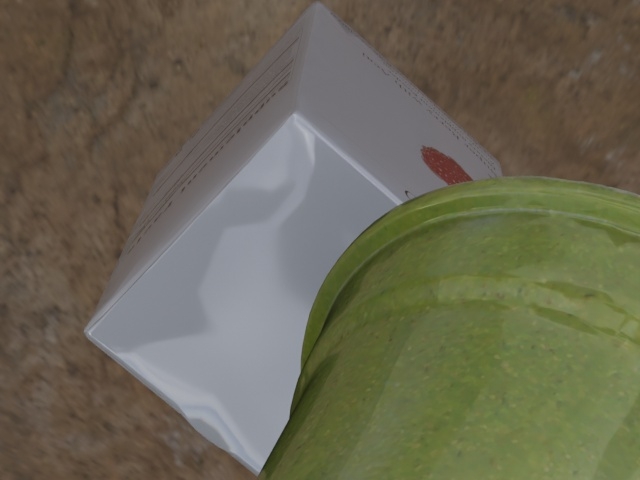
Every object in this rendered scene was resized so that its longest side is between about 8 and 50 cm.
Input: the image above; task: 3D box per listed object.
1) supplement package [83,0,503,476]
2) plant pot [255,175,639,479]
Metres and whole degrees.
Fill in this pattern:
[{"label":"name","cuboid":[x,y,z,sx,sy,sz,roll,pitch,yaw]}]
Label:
[{"label":"supplement package","cuboid":[0.000,0.000,1.030,0.177,0.293,0.175,41,106,-11]},{"label":"plant pot","cuboid":[0.059,0.156,0.646,0.276,0.276,0.254,35,43,6]}]
